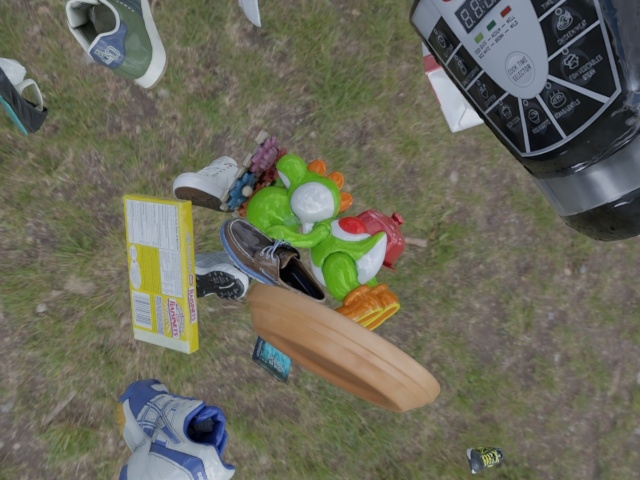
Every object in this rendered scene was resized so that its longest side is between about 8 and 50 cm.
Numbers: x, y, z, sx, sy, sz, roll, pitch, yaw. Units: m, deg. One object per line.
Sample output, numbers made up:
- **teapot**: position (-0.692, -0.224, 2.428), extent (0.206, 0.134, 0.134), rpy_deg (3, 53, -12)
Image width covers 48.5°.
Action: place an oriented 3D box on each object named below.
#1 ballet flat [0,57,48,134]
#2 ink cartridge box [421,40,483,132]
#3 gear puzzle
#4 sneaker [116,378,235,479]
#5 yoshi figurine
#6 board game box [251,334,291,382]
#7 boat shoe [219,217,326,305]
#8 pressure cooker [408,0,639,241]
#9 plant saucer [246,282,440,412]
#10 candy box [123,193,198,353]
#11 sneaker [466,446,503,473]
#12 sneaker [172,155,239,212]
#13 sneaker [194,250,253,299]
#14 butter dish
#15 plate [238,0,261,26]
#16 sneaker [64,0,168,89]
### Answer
- **ballet flat**: position (-0.695, -0.347, 1.589), extent (0.095, 0.280, 0.096), rpy_deg (41, 76, 18)
- **ink cartridge box**: position (0.195, -0.266, 1.027), extent (0.067, 0.198, 0.115), rpy_deg (-17, 134, 21)
- **gear puzzle**: position (-0.107, -0.106, 1.501), extent (0.044, 0.339, 0.175), rpy_deg (33, 89, 13)
- **sneaker**: position (-0.177, 0.250, 0.905), extent (0.131, 0.296, 0.112), rpy_deg (-34, 115, -5)
- **yoshi figurine**: position (-0.018, 0.015, 1.348), extent (0.203, 0.203, 0.362), rpy_deg (-20, 71, -27)
- **board game box**: position (-0.104, 0.247, 1.665), extent (0.026, 0.186, 0.126), rpy_deg (6, 66, 20)
- **boat shoe**: position (-0.060, 0.029, 0.993), extent (0.183, 0.066, 0.066), rpy_deg (43, 50, -4)
- **pressure cooker**: position (0.256, -0.254, 0.591), extent (0.370, 0.375, 0.420), rpy_deg (-34, 88, 15)
- **plant saucer**: position (0.014, 0.106, 0.663), extent (0.200, 0.200, 0.037), rpy_deg (33, 75, -10)
- **candy box**: position (-0.212, 0.043, 0.949), extent (0.105, 0.027, 0.205), rpy_deg (8, 106, 29)
- **sneaker**: position (0.220, 0.289, 0.951), extent (0.035, 0.083, 0.031), rpy_deg (-19, 78, 25)
- **sneaker**: position (-0.252, -0.140, 1.620), extent (0.106, 0.290, 0.123), rpy_deg (-1, 85, 14)
- **sneaker**: position (-0.250, 0.071, 1.654), extent (0.108, 0.272, 0.100), rpy_deg (-47, 129, -38)
- **butter dish**: position (0.143, -0.017, 1.644), extent (0.118, 0.160, 0.160), rpy_deg (-45, 69, 9)
- **plate**: position (-0.171, -0.620, 1.526), extent (0.045, 0.277, 0.278), rpy_deg (-8, 118, -1)
- **sneaker**: position (-0.230, -0.245, 0.756), extent (0.064, 0.086, 0.192), rpy_deg (-44, 56, 23)
